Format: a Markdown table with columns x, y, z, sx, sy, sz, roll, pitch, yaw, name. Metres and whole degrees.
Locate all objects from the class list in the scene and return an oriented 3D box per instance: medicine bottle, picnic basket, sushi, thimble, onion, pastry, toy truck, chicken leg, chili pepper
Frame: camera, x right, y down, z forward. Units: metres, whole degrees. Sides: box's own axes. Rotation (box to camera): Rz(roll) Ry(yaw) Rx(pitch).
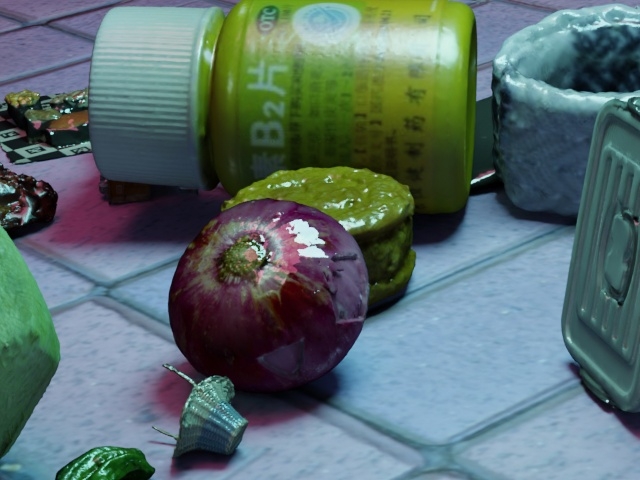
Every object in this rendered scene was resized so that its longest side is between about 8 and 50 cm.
| x | y | z | sx | sy | sz | roll | pitch | yaw | name |
| --- | --- | --- | --- | --- | --- | --- | --- | --- | --- |
| -0.033 | -0.145 | 1.806 | 0.384 | 0.224 | 0.224 | 3 | 23 | 9 | medicine bottle |
| -0.100 | 0.143 | 1.388 | 0.083 | 0.065 | 0.083 | 26 | 37 | 16 | picnic basket |
| -0.334 | -0.171 | 2.231 | 0.193 | 0.043 | 0.279 | -11 | 23 | -13 | sushi |
| 0.297 | -0.131 | 1.794 | 0.245 | 0.157 | 0.217 | -9 | 35 | -6 | thimble |
| -0.045 | 0.050 | 1.487 | 0.177 | 0.153 | 0.177 | 3 | 44 | -3 | onion |
| 0.000 | 0.000 | 1.651 | 0.189 | 0.103 | 0.189 | -4 | 22 | 2 | pastry |
| -0.198 | -0.111 | 2.006 | 0.115 | 0.080 | 0.177 | -1 | 23 | -4 | toy truck |
| -0.380 | -0.034 | 1.865 | 0.205 | 0.093 | 0.053 | -14 | -13 | -35 | chicken leg |
| -0.161 | 0.199 | 1.274 | 0.073 | 0.050 | 0.182 | -13 | 20 | 0 | chili pepper |

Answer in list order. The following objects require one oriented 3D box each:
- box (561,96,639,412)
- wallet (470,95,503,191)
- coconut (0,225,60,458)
| x | y | z | sx | sy | sz | roll | pitch | yaw | name |
| --- | --- | --- | --- | --- | --- | --- | --- | --- | --- |
| 0.297 | 0.012 | 1.403 | 0.135 | 0.243 | 0.163 | 1 | 19 | -17 | box |
| 0.179 | -0.103 | 1.944 | 0.245 | 0.052 | 0.168 | -15 | 33 | -10 | wallet |
| -0.357 | 0.084 | 1.323 | 0.328 | 0.281 | 0.328 | -31 | -12 | -7 | coconut |
